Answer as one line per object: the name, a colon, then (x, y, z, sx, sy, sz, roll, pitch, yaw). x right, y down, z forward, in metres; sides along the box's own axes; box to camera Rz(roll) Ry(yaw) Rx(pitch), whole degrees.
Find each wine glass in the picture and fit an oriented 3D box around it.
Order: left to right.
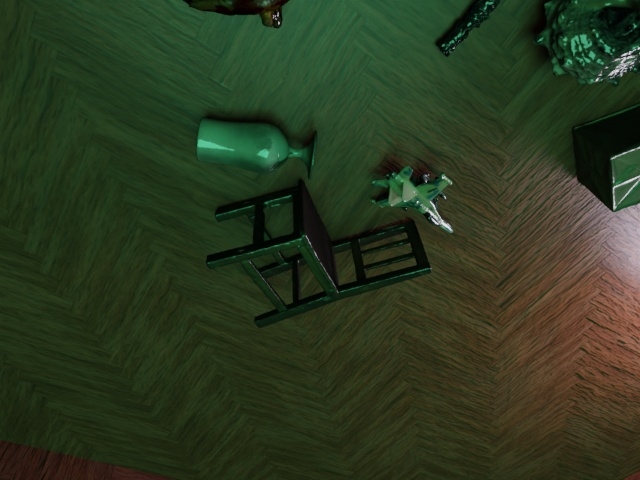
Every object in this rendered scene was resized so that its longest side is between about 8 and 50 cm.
wine glass: (-0.127, -0.187, 0.903, 0.230, 0.103, 0.103, 6, 125, -6)

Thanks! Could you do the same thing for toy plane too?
toy plane: (0.230, -0.089, 1.018, 0.192, 0.088, 0.261, -17, 151, 41)

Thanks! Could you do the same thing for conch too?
conch: (0.490, -0.407, 0.768, 0.240, 0.186, 0.313, -16, 145, 14)

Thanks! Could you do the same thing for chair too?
chair: (0.000, 0.000, 0.987, 0.415, 0.203, 0.241, -20, 126, 11)

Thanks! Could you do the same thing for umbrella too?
umbrella: (0.276, -0.402, 0.820, 0.040, 0.037, 0.144, 39, 118, -13)

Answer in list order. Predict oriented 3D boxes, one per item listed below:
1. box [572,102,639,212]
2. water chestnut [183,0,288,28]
box: (0.685, -0.188, 0.941, 0.231, 0.149, 0.156, -20, 124, 10)
water chestnut: (-0.119, -0.422, 0.664, 0.223, 0.224, 0.238, -13, 142, 5)
